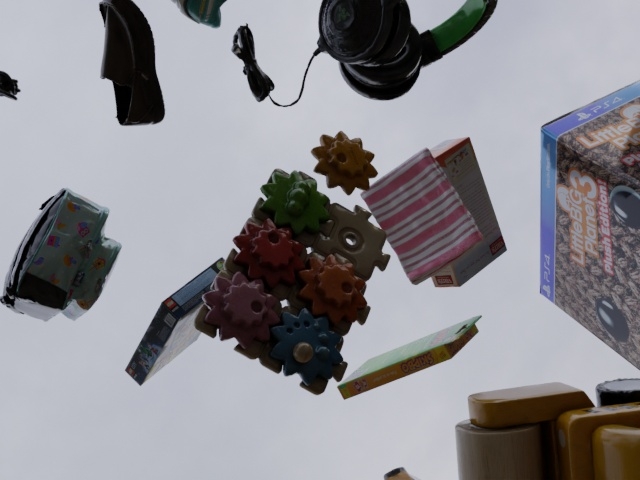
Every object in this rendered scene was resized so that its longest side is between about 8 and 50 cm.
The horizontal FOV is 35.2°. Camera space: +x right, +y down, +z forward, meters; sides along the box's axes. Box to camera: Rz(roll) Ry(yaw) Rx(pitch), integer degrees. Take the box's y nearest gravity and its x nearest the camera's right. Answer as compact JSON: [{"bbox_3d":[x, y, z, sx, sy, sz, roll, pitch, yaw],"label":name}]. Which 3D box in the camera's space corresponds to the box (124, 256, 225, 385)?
[{"bbox_3d":[-0.246,0.144,1.767,0.159,0.044,0.233,-40,-10,-44],"label":"box"}]

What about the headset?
[{"bbox_3d":[0.064,-0.323,1.504,0.394,0.185,0.243,-26,-19,9],"label":"headset"}]

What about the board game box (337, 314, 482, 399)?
[{"bbox_3d":[0.157,0.200,1.729,0.259,0.039,0.124,-30,0,35],"label":"board game box"}]

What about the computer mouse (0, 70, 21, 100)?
[{"bbox_3d":[-0.455,-0.213,1.050,0.262,0.184,0.060,8,-78,-56],"label":"computer mouse"}]

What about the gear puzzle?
[{"bbox_3d":[0.000,0.000,1.134,0.044,0.175,0.339,-49,13,52],"label":"gear puzzle"}]

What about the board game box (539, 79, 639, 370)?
[{"bbox_3d":[0.368,0.012,1.013,0.141,0.291,0.232,-25,-51,-20],"label":"board game box"}]

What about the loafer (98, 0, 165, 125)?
[{"bbox_3d":[-0.296,-0.268,1.530,0.078,0.080,0.220,-31,-57,-32],"label":"loafer"}]

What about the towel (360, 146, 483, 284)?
[{"bbox_3d":[0.164,-0.042,1.669,0.144,0.197,0.029,-35,-22,16],"label":"towel"}]

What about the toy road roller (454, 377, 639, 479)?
[{"bbox_3d":[0.358,0.300,1.313,0.329,0.240,0.203,-5,-88,-9],"label":"toy road roller"}]

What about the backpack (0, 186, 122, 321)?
[{"bbox_3d":[-0.380,0.023,1.508,0.144,0.166,0.189,20,-111,-17],"label":"backpack"}]

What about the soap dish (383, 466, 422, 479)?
[{"bbox_3d":[0.019,0.341,1.022,0.290,0.118,0.229,-27,-24,7],"label":"soap dish"}]

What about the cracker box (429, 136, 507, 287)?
[{"bbox_3d":[0.237,-0.051,1.821,0.155,0.067,0.232,-32,-73,-39],"label":"cracker box"}]

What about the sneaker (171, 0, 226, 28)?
[{"bbox_3d":[-0.123,-0.459,1.607,0.110,0.107,0.275,37,-69,-21],"label":"sneaker"}]
